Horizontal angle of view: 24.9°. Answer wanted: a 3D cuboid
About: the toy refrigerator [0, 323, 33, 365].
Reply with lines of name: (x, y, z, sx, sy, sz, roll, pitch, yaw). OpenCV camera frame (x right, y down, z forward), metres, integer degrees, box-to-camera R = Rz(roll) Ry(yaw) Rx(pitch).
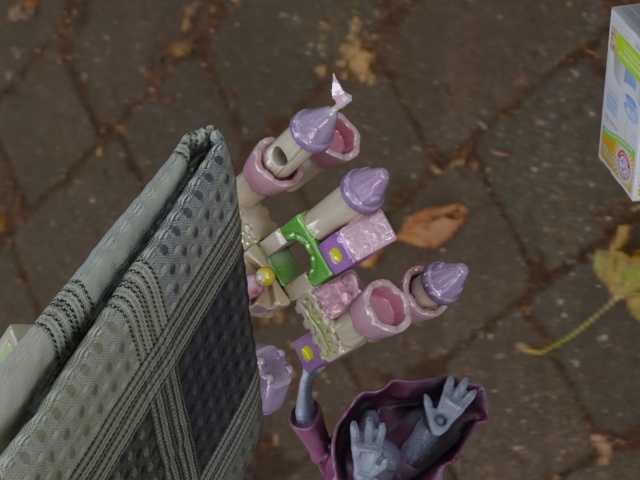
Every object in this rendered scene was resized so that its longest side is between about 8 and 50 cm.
toy refrigerator: (-0.275, 0.223, 1.525, 0.102, 0.094, 0.269, -51, 52, 32)

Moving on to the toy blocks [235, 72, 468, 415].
toy blocks: (0.000, 0.000, 1.640, 0.260, 0.309, 0.288, -36, 80, 47)

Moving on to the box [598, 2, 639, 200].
box: (0.396, -0.162, 1.680, 0.114, 0.103, 0.203, -112, 16, -54)

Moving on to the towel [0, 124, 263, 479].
towel: (-0.126, 0.137, 0.953, 0.056, 0.324, 0.312, 13, 137, 17)

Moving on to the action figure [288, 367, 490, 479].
action figure: (0.084, 0.284, 1.916, 0.370, 0.248, 0.275, 135, 144, -66)
